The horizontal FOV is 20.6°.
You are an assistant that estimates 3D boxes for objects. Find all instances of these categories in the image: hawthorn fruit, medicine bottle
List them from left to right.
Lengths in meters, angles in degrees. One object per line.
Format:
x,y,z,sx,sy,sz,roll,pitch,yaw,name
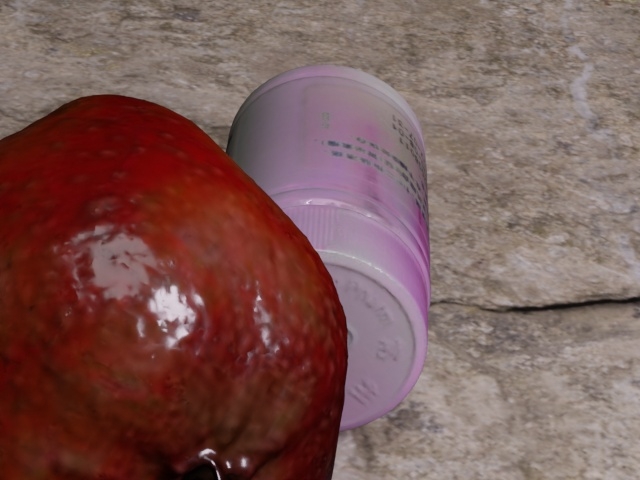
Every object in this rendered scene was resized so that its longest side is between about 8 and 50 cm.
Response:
-0.129,0.044,0.994,0.265,0.265,0.307,-6,47,-22,hawthorn fruit
0.000,0.000,1.213,0.152,0.152,0.254,8,32,-2,medicine bottle
